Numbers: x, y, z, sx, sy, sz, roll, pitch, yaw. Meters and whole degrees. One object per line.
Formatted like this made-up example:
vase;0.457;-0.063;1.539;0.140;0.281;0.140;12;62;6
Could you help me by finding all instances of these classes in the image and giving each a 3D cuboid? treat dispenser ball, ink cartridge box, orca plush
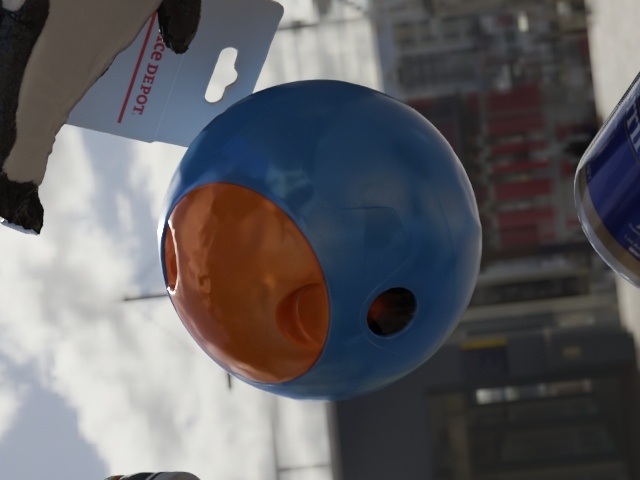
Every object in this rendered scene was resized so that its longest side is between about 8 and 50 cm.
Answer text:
treat dispenser ball;0.000;0.000;1.599;0.288;0.288;0.288;-6;-90;-84
ink cartridge box;-0.228;-0.221;1.685;0.119;0.354;0.207;-93;21;-47
orca plush;-0.167;-0.145;1.171;0.151;0.102;0.287;14;-93;-39

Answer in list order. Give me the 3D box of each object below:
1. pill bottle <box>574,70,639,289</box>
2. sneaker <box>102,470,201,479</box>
pill bottle;0.280;-0.085;1.147;0.264;0.153;0.153;118;156;-51
sneaker;-0.214;0.324;1.530;0.321;0.127;0.126;-52;-53;-47
